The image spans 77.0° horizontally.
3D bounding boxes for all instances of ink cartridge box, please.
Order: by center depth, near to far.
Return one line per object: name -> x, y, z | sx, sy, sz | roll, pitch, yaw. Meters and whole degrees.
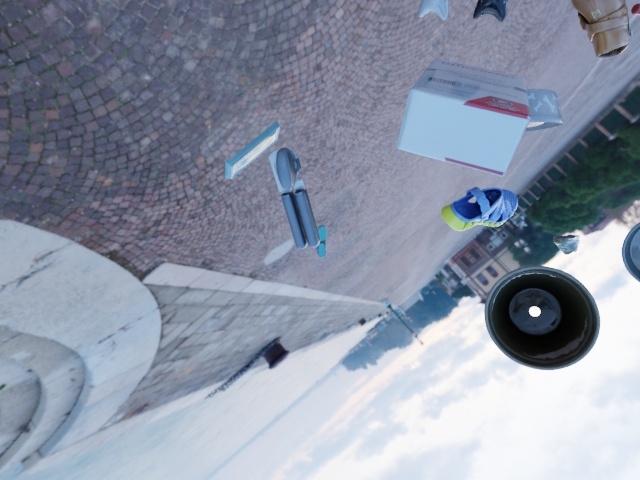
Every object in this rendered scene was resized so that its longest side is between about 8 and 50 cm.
ink cartridge box -> 0.280, -0.252, 0.782 | 0.273, 0.197, 0.114 | -56, 160, -49

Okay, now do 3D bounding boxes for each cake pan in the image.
cake pan -> 1.258, 0.044, 1.436 | 0.054, 0.293, 0.293 | -12, 149, -44

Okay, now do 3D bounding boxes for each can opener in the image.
can opener -> -0.072, -0.103, 1.050 | 0.074, 0.280, 0.093 | -8, -156, 21

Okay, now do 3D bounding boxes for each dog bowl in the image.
dog bowl -> 0.592, -0.409, 1.312 | 0.349, 0.102, 0.349 | -2, -172, 0

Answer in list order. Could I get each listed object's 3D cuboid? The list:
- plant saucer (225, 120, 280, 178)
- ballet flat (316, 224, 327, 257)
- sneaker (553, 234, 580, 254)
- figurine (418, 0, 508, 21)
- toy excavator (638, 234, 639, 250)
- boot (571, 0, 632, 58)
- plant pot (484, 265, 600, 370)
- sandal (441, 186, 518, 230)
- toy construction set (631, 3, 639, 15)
plant saucer -> -0.167, -0.225, 1.008 | 0.192, 0.018, 0.067 | -49, 173, -28
ballet flat -> 0.000, 0.000, 1.355 | 0.041, 0.041, 0.114 | -23, 120, -49
sneaker -> 1.088, 0.023, 1.773 | 0.192, 0.086, 0.064 | -6, -170, -37
figurine -> 0.326, -0.606, 0.897 | 0.092, 0.215, 0.209 | -45, 142, -49
toy excavator -> 1.201, -0.001, 1.147 | 0.445, 0.222, 0.433 | 0, 175, -42
boot -> 0.435, -0.358, 0.614 | 0.197, 0.152, 0.073 | -26, -174, -35
plant pot -> 0.738, 0.250, 1.376 | 0.323, 0.323, 0.280 | -45, 160, 15
sandal -> 0.546, -0.118, 1.306 | 0.318, 0.126, 0.138 | -16, 154, -33
toy construction set -> 0.896, -0.585, 0.853 | 0.237, 0.257, 0.309 | -1, 174, -18
